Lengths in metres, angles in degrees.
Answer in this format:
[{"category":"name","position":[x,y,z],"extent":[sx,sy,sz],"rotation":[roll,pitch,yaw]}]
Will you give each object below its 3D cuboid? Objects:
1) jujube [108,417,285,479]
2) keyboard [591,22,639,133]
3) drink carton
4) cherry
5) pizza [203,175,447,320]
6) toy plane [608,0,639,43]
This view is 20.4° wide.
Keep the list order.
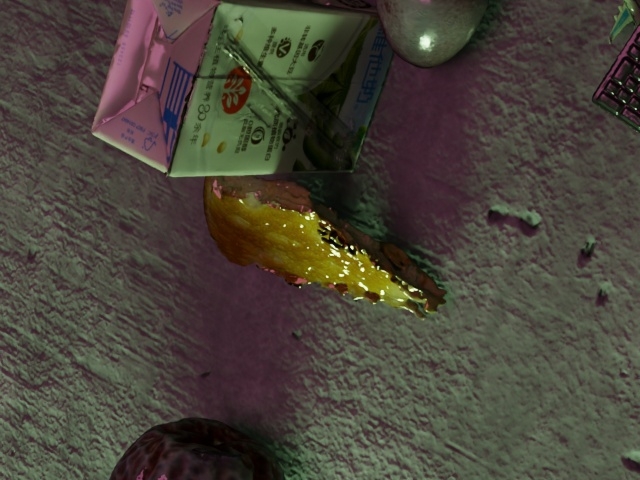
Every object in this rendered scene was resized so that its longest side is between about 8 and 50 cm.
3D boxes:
[{"category":"jujube","position":[-0.159,0.358,2.035],"extent":[0.226,0.226,0.317],"rotation":[28,111,33]},{"category":"keyboard","position":[0.381,-0.233,1.701],"extent":[0.101,0.018,0.309],"rotation":[34,114,6]},{"category":"drink carton","position":[-0.074,-0.177,1.875],"extent":[0.132,0.325,0.194],"rotation":[30,110,33]},{"category":"cherry","position":[0.097,-0.266,1.887],"extent":[0.188,0.115,0.148],"rotation":[37,153,38]},{"category":"pizza","position":[0.000,0.000,1.945],"extent":[0.297,0.189,0.071],"rotation":[22,63,25]},{"category":"toy plane","position":[0.316,-0.224,1.755],"extent":[0.080,0.033,0.083],"rotation":[-19,101,37]}]
